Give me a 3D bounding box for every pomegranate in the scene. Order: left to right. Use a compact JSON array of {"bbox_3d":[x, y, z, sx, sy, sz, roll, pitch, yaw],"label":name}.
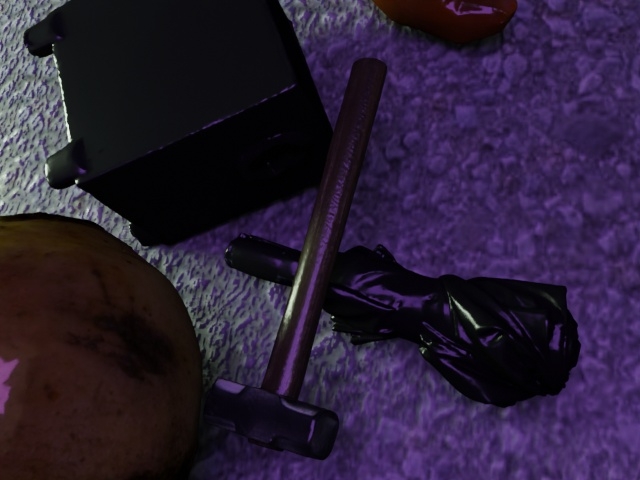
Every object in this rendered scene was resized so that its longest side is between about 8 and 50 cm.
[{"bbox_3d":[-0.249,0.126,0.553,0.323,0.322,0.321,-4,69,12],"label":"pomegranate"}]

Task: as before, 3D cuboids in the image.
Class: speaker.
[{"bbox_3d":[-0.138,-0.147,0.692,0.254,0.184,0.232,-23,65,8],"label":"speaker"}]

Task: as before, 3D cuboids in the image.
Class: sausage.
[{"bbox_3d":[0.133,-0.274,0.735,0.179,0.089,0.089,29,78,18],"label":"sausage"}]

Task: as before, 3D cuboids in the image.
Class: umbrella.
[{"bbox_3d":[0.062,0.056,0.609,0.340,0.118,0.118,18,75,19],"label":"umbrella"}]

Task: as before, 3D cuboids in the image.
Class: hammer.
[{"bbox_3d":[0.000,0.000,0.587,0.111,0.043,0.365,7,72,31],"label":"hammer"}]
